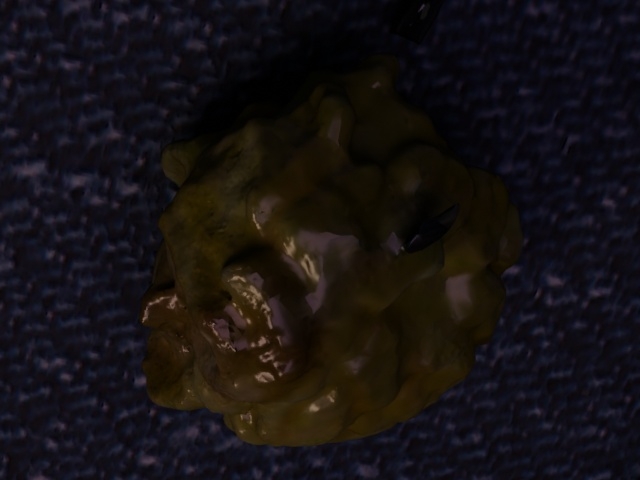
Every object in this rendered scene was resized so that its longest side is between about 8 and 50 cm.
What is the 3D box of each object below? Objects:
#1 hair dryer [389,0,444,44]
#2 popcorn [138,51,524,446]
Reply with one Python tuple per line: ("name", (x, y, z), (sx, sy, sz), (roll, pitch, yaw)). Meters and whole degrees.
("hair dryer", (0.114, -0.171, 0.740), (0.195, 0.078, 0.248), (20, 123, -20))
("popcorn", (0.005, 0.006, 0.765), (0.173, 0.142, 0.173), (-5, 125, -7))
